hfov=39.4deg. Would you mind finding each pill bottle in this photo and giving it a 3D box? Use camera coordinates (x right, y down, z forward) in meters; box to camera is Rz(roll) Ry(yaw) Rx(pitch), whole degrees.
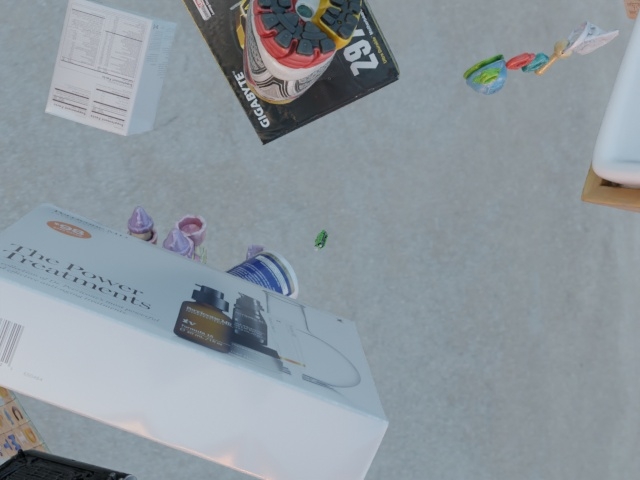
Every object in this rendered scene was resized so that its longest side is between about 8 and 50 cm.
[{"bbox_3d":[-0.122,0.088,1.329,0.169,0.094,0.094,-30,106,-36],"label":"pill bottle"}]

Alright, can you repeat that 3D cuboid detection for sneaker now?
[{"bbox_3d":[-0.010,-0.194,0.645,0.088,0.092,0.225,25,56,-9],"label":"sneaker"}]

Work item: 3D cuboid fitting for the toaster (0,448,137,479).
[{"bbox_3d":[-0.270,0.280,0.803,0.168,0.186,0.110,-38,122,-48],"label":"toaster"}]

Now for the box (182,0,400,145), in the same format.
[{"bbox_3d":[-0.054,-0.349,1.420,0.322,0.257,0.079,62,11,-19],"label":"box"}]

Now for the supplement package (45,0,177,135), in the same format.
[{"bbox_3d":[-0.473,-0.396,2.035,0.199,0.198,0.262,-59,165,-77],"label":"supplement package"}]

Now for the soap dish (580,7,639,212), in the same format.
[{"bbox_3d":[0.379,-0.142,0.772,0.118,0.229,0.290,34,72,-45],"label":"soap dish"}]

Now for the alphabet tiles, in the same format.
[{"bbox_3d":[-0.487,0.297,1.395,0.009,0.198,0.237,-33,93,-40],"label":"alphabet tiles"}]

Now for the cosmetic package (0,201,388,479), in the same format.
[{"bbox_3d":[-0.138,0.093,0.866,0.377,0.284,0.097,22,98,-9],"label":"cosmetic package"}]

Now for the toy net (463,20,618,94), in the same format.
[{"bbox_3d":[0.327,-0.283,1.327,0.122,0.232,0.045,43,25,-77],"label":"toy net"}]

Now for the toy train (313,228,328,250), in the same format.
[{"bbox_3d":[0.000,0.000,1.745,0.017,0.024,0.083,52,17,-11],"label":"toy train"}]

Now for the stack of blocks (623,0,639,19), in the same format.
[{"bbox_3d":[0.598,-0.445,1.316,0.297,0.171,0.087,-50,137,-13],"label":"stack of blocks"}]

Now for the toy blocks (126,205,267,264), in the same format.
[{"bbox_3d":[-0.259,0.059,1.766,0.288,0.309,0.260,-83,177,-47],"label":"toy blocks"}]
